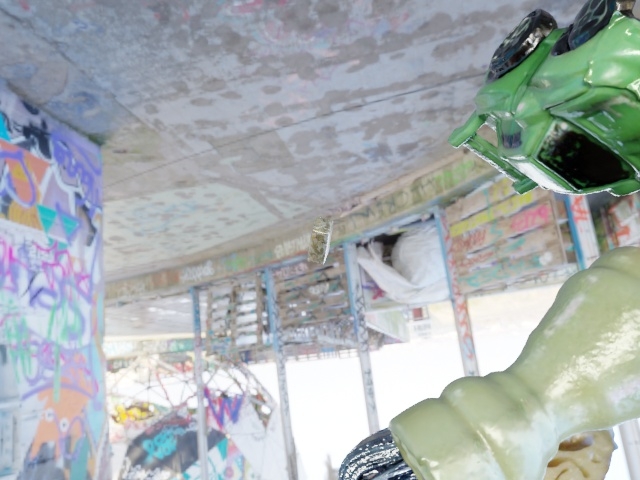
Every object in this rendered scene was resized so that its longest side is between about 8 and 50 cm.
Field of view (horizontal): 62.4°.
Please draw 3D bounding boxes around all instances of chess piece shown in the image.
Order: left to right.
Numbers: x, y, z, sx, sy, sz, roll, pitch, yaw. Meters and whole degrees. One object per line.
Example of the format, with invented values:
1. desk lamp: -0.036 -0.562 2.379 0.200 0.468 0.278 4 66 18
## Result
1. chess piece: 0.320 0.212 0.745 0.442 0.234 0.234 -31 169 -8

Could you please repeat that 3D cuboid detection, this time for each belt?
1. belt: 0.132 0.392 0.923 0.218 0.122 0.128 -23 166 4

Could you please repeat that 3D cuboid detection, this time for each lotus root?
1. lotus root: 0.412 0.409 1.068 0.316 0.315 0.250 -9 -179 8

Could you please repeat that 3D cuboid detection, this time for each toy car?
1. toy car: 0.293 -0.138 0.611 0.213 0.176 0.358 34 -169 -10

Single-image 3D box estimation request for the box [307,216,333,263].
1. box: 0.000 0.000 1.229 0.045 0.062 0.098 14 126 5
